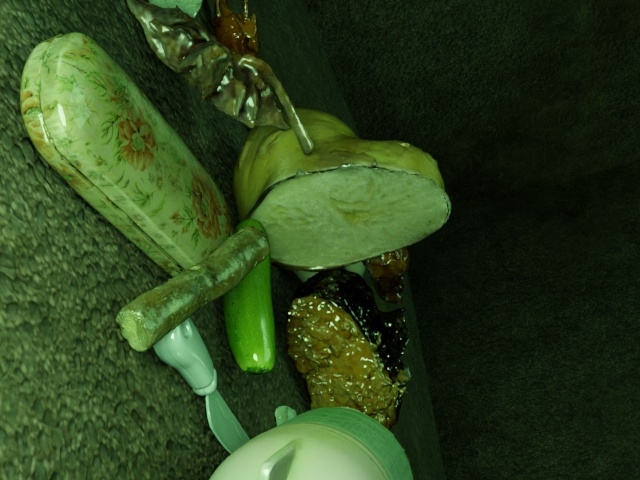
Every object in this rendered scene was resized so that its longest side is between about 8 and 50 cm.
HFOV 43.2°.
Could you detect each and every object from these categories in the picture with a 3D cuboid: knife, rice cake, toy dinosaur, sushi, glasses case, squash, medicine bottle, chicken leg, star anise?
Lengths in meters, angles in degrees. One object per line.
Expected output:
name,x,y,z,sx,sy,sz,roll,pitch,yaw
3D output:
knife,-0.145,0.220,1.092,0.080,0.044,0.331,-95,167,-52
rice cake,-0.047,0.363,1.337,0.042,0.030,0.180,36,36,-49
toy dinosaur,-0.169,-0.372,1.683,0.208,0.097,0.432,-140,-141,-83
sushi,0.067,0.225,1.600,0.207,0.234,0.348,-75,141,-69
glasses case,-0.219,-0.081,1.003,0.425,0.098,0.156,55,28,-56
squash,-0.117,0.086,1.288,0.082,0.082,0.292,58,20,-51
medicine bottle,-0.022,0.342,0.981,0.406,0.236,0.235,18,56,-77
chicken leg,0.130,0.057,1.650,0.113,0.093,0.304,36,-12,17
star anise,-0.162,-0.275,1.313,0.292,0.109,0.349,19,21,-51

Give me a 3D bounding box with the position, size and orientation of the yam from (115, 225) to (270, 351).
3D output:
yam,-0.150,0.054,1.010,0.253,0.061,0.061,-38,113,-50

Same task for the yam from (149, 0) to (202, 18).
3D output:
yam,-0.256,-0.500,1.434,0.106,0.106,0.259,60,16,-47

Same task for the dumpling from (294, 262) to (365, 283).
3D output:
dumpling,-0.002,-0.003,1.770,0.341,0.181,0.260,47,0,-10

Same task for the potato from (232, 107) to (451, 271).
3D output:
potato,0.013,-0.141,1.466,0.290,0.397,0.296,34,41,-41
